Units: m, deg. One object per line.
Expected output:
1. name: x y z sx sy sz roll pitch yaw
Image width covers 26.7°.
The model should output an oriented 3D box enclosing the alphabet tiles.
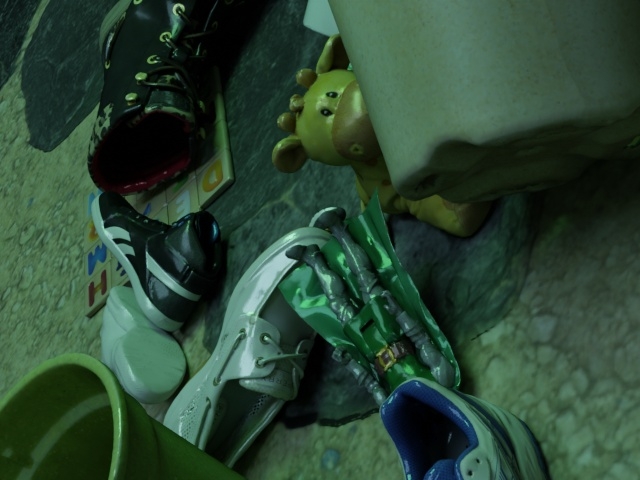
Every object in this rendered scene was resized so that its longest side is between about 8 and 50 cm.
1. alphabet tiles: -0.215 -0.064 1.725 0.285 0.011 0.342 -41 38 26

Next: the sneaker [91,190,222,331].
1. sneaker: -0.178 -0.008 1.559 0.121 0.079 0.217 -46 53 16

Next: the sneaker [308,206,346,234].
1. sneaker: 0.000 0.000 1.379 0.083 0.031 0.035 -46 49 27

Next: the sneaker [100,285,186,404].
1. sneaker: -0.210 0.139 1.516 0.094 0.080 0.212 -62 24 17

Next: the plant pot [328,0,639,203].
1. plant pot: 0.138 -0.203 1.085 0.334 0.334 0.305 -22 75 43

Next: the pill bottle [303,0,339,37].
1. pill bottle: 0.084 -0.334 1.354 0.161 0.161 0.283 37 114 57

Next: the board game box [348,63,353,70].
1. board game box: 0.048 -0.143 1.424 0.103 0.026 0.154 -53 34 11

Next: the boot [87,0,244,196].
1. boot: -0.169 -0.246 1.670 0.377 0.138 0.284 -36 38 38

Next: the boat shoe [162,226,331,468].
1. boat shoe: -0.052 0.119 1.295 0.277 0.098 0.096 -60 32 16

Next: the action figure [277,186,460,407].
1. action figure: 0.053 0.080 1.162 0.137 0.063 0.232 -48 58 25

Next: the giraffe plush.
1. giraffe plush: 0.056 -0.103 1.251 0.210 0.170 0.181 -22 49 43

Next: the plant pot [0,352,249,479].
1. plant pot: -0.156 0.269 1.164 0.276 0.254 0.276 -33 42 35

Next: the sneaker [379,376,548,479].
1. sneaker: 0.115 0.221 0.958 0.112 0.131 0.296 -46 37 16
